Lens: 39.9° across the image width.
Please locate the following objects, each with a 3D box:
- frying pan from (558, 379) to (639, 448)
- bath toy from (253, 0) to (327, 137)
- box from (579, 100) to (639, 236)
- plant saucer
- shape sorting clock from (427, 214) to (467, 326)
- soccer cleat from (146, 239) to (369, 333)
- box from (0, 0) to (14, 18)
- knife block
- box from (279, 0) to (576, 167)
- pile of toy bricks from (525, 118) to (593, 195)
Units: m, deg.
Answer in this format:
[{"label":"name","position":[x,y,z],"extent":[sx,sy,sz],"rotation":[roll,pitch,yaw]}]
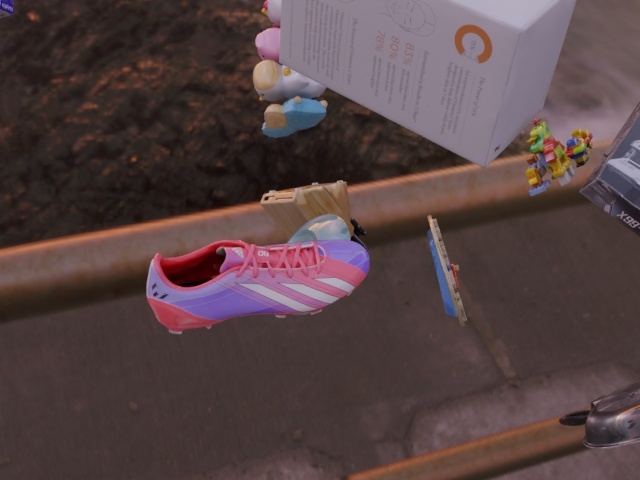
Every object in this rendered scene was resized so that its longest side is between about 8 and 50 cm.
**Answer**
[{"label":"frying pan","position":[0.445,0.225,1.243],"extent":[0.197,0.326,0.053],"rotation":[-25,87,4]},{"label":"bath toy","position":[-0.074,-0.390,1.858],"extent":[0.152,0.129,0.348],"rotation":[12,61,-27]},{"label":"box","position":[0.610,-0.130,1.451],"extent":[0.242,0.076,0.307],"rotation":[38,72,3]},{"label":"plant saucer","position":[-0.026,0.036,1.568],"extent":[0.037,0.195,0.194],"rotation":[27,35,-35]},{"label":"shape sorting clock","position":[0.226,0.053,1.566],"extent":[0.040,0.206,0.206],"rotation":[-13,47,7]},{"label":"soccer cleat","position":[-0.062,0.034,0.944],"extent":[0.248,0.095,0.083],"rotation":[-12,47,-12]},{"label":"box","position":[-0.433,-0.337,1.033],"extent":[0.072,0.126,0.137],"rotation":[-11,84,17]},{"label":"knife block","position":[0.000,0.000,1.872],"extent":[0.088,0.241,0.276],"rotation":[-4,7,34]},{"label":"box","position":[0.131,-0.288,1.166],"extent":[0.345,0.215,0.168],"rotation":[31,52,22]},{"label":"pile of toy bricks","position":[0.407,-0.168,1.577],"extent":[0.105,0.118,0.212],"rotation":[60,38,-9]}]
